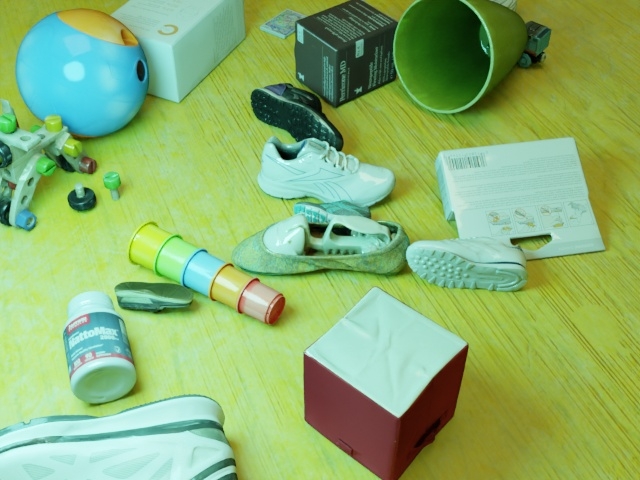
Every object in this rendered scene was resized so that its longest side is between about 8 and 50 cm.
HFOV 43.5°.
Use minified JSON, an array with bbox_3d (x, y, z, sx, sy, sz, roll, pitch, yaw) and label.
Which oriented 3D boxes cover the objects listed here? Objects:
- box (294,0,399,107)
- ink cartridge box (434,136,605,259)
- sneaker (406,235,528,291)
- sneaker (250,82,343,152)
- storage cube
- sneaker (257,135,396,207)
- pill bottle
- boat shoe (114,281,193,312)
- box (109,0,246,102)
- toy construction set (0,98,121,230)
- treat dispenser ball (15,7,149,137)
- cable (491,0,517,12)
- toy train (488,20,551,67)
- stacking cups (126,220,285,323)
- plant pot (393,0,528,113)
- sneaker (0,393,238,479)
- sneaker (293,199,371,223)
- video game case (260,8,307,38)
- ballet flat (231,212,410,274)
[{"bbox_3d":[0.065,-0.465,1.974,0.203,0.168,0.167,-29,53,-25],"label":"box"},{"bbox_3d":[0.407,-0.074,1.657,0.297,0.066,0.261,-7,71,-6],"label":"ink cartridge box"},{"bbox_3d":[0.278,0.033,1.536,0.235,0.090,0.094,11,48,-5],"label":"sneaker"},{"bbox_3d":[-0.028,-0.298,1.858,0.124,0.107,0.283,-29,51,-33],"label":"sneaker"},{"bbox_3d":[0.096,0.225,1.268,0.215,0.193,0.184,32,54,27],"label":"storage cube"},{"bbox_3d":[0.011,-0.145,1.684,0.297,0.129,0.111,6,44,5],"label":"sneaker"},{"bbox_3d":[-0.385,0.178,1.377,0.108,0.107,0.180,-15,46,-14],"label":"pill bottle"},{"bbox_3d":[-0.307,0.108,1.488,0.152,0.049,0.056,7,27,13],"label":"boat shoe"},{"bbox_3d":[-0.367,-0.533,2.044,0.215,0.168,0.345,19,47,18],"label":"box"},{"bbox_3d":[-0.612,-0.204,1.667,0.258,0.237,0.309,-29,51,-26],"label":"toy construction set"},{"bbox_3d":[-0.532,-0.374,1.802,0.288,0.288,0.288,0,45,0],"label":"treat dispenser ball"},{"bbox_3d":[0.413,-0.658,2.224,0.257,0.089,0.257,19,49,19],"label":"cable"},{"bbox_3d":[0.505,-0.523,2.075,0.184,0.105,0.080,32,53,28],"label":"toy train"},{"bbox_3d":[-0.212,0.060,1.501,0.316,0.096,0.096,23,49,22],"label":"stacking cups"},{"bbox_3d":[0.374,-0.473,1.947,0.275,0.274,0.294,34,39,29],"label":"plant pot"},{"bbox_3d":[-0.325,0.385,1.125,0.448,0.169,0.257,-13,45,-16],"label":"sneaker"},{"bbox_3d":[0.028,-0.054,1.643,0.167,0.065,0.076,15,45,3],"label":"sneaker"},{"bbox_3d":[-0.096,-0.602,2.222,0.087,0.011,0.122,28,52,25],"label":"video game case"},{"bbox_3d":[0.000,0.000,1.549,0.349,0.123,0.123,2,45,3],"label":"ballet flat"}]
